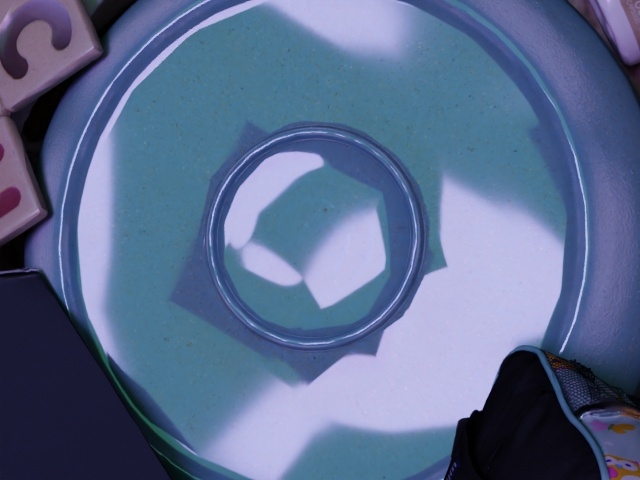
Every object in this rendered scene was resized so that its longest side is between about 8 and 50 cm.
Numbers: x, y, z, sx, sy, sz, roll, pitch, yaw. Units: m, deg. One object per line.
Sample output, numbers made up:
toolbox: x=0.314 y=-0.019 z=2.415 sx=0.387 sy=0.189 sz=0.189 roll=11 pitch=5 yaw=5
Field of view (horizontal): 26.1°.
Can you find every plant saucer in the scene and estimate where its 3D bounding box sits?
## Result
plant saucer: x=0.000 y=0.000 z=0.641 sx=0.318 sy=0.044 sz=0.317 roll=-1 pitch=86 yaw=15

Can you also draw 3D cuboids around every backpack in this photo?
backpack: x=0.104 y=0.145 z=0.505 sx=0.144 sy=0.188 sz=0.166 roll=25 pitch=98 yaw=0

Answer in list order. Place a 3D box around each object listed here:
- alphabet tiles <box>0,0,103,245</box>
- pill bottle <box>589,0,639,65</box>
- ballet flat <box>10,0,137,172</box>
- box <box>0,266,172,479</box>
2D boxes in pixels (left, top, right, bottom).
alphabet tiles: x=-0.278 y=-0.077 z=0.725 sx=0.342 sy=0.011 sz=0.285 roll=-31 pitch=68 yaw=15
pill bottle: x=0.185 y=-0.137 z=0.651 sx=0.120 sy=0.067 sz=0.067 roll=-26 pitch=65 yaw=11
ballet flat: x=-0.063 y=-0.168 z=0.738 sx=0.400 sy=0.139 sz=0.139 roll=-41 pitch=63 yaw=8
box: x=-0.138 y=0.168 z=0.608 sx=0.261 sy=0.103 sz=0.184 roll=53 pitch=128 yaw=27
